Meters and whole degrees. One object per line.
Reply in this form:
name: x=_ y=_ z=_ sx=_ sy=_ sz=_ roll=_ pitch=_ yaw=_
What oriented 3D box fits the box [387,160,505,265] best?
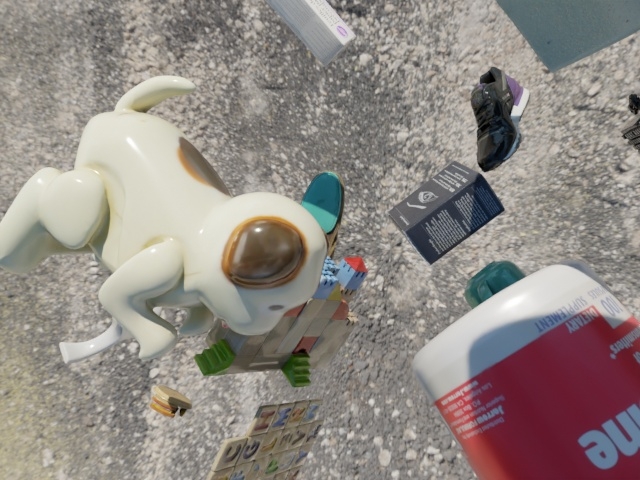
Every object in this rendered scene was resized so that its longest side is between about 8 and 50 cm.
box: x=0.275 y=-0.066 z=1.104 sx=0.207 sy=0.153 sz=0.108 roll=-38 pitch=110 yaw=8

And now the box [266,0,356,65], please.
box: x=-0.071 y=-0.474 z=0.909 sx=0.324 sy=0.063 sz=0.067 roll=45 pitch=134 yaw=-9

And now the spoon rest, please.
spoon rest: x=-0.456 y=0.180 z=1.098 sx=0.276 sy=0.084 sz=0.137 roll=-36 pitch=67 yaw=12

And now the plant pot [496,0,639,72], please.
plant pot: x=0.432 y=-0.458 z=0.731 sx=0.248 sy=0.252 sz=0.247 roll=33 pitch=68 yaw=-31

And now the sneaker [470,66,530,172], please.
sneaker: x=0.371 y=-0.274 z=1.086 sx=0.124 sy=0.107 sz=0.283 roll=37 pitch=53 yaw=-16

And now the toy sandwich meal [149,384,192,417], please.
toy sandwich meal: x=-0.264 y=0.284 z=0.859 sx=0.086 sy=0.085 sz=0.029 roll=27 pitch=79 yaw=8

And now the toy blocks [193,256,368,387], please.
toy blocks: x=-0.045 y=0.139 z=1.006 sx=0.191 sy=0.381 sz=0.260 roll=45 pitch=113 yaw=39

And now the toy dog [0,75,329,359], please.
toy dog: x=-0.185 y=-0.013 z=0.758 sx=0.408 sy=0.284 sz=0.395 roll=25 pitch=86 yaw=14

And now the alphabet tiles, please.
alphabet tiles: x=-0.110 y=0.444 z=0.958 sx=0.011 sy=0.342 sz=0.285 roll=27 pitch=92 yaw=32

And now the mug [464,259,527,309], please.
mug: x=0.365 y=0.098 z=1.009 sx=0.129 sy=0.157 sz=0.097 roll=-35 pitch=73 yaw=-7

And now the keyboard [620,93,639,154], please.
keyboard: x=0.414 y=-0.135 z=0.611 sx=0.023 sy=0.180 sz=0.108 roll=-36 pitch=83 yaw=18

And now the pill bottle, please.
pill bottle: x=0.292 y=0.240 z=0.484 sx=0.229 sy=0.229 sz=0.407 roll=-34 pitch=67 yaw=6

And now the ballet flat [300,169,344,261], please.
ballet flat: x=0.000 y=0.000 z=1.236 sx=0.116 sy=0.124 sz=0.342 roll=5 pitch=80 yaw=15
